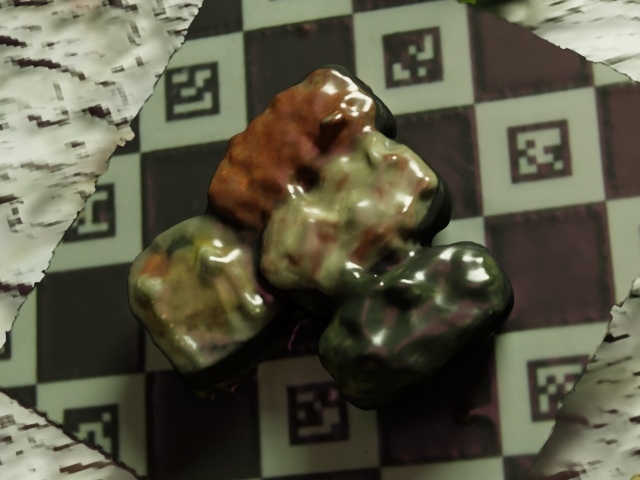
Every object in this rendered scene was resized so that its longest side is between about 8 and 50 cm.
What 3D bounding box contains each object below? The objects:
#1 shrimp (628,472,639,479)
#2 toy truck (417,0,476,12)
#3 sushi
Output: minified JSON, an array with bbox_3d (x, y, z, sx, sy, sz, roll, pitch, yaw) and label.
[{"bbox_3d":[0.178,0.191,0.540,0.185,0.068,0.287,-9,58,-8],"label":"shrimp"},{"bbox_3d":[0.035,-0.200,0.790,0.135,0.128,0.259,-5,53,-31],"label":"toy truck"},{"bbox_3d":[0.000,0.000,0.650,0.220,0.047,0.231,28,84,21],"label":"sushi"}]
